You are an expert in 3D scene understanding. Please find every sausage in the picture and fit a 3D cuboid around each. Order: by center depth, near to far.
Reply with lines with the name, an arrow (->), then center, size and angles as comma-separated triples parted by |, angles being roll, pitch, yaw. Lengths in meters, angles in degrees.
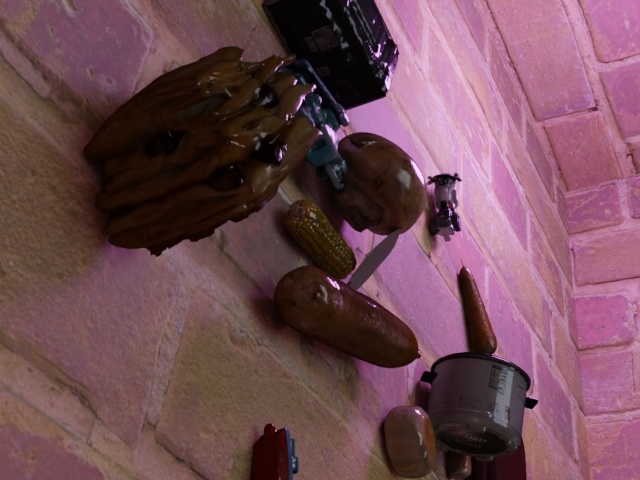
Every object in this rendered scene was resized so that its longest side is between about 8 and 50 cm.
sausage -> 0.056, 0.155, 1.619 | 0.501, 0.136, 0.123 | 35, 74, -56

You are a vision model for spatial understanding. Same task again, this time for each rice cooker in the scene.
rice cooker -> 0.372, 0.381, 2.002 | 0.241, 0.280, 0.227 | 95, 8, -58

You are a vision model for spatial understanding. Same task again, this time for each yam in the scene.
yam -> 0.354, 0.463, 2.135 | 0.066, 0.066, 0.300 | 52, 36, -39

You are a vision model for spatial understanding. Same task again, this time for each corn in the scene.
corn -> 0.000, 0.000, 1.649 | 0.238, 0.080, 0.080 | 53, 34, -46

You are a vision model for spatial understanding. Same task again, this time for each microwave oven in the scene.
microwave oven -> 0.040, -0.464, 1.851 | 0.295, 0.181, 0.237 | 59, 29, -30

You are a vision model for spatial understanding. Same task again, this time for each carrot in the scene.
carrot -> 0.453, 0.192, 2.469 | 0.078, 0.078, 0.298 | 15, 59, -61

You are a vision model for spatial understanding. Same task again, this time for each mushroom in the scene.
mushroom -> 0.112, -0.121, 1.799 | 0.255, 0.184, 0.255 | 53, -5, 7

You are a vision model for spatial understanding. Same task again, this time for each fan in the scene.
fan -> 0.095, 0.035, 1.703 | 0.010, 0.182, 0.310 | 40, -1, 15

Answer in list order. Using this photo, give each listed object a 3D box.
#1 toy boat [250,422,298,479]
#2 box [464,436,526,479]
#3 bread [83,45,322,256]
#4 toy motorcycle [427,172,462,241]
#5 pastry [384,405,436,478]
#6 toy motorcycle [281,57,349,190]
toy boat -> -0.070, 0.377, 1.324 | 0.059, 0.069, 0.173 | 38, 39, -40
box -> 0.461, 0.625, 2.206 | 0.263, 0.108, 0.404 | 55, 33, -35
bread -> -0.157, -0.163, 1.182 | 0.191, 0.314, 0.370 | 54, 37, -21
toy motorcycle -> 0.355, -0.108, 2.393 | 0.150, 0.102, 0.221 | 66, 25, -46
pastry -> 0.196, 0.429, 1.807 | 0.156, 0.092, 0.156 | -9, 90, -70
toy motorcycle -> -0.025, -0.233, 1.663 | 0.260, 0.154, 0.206 | 58, 7, -45
